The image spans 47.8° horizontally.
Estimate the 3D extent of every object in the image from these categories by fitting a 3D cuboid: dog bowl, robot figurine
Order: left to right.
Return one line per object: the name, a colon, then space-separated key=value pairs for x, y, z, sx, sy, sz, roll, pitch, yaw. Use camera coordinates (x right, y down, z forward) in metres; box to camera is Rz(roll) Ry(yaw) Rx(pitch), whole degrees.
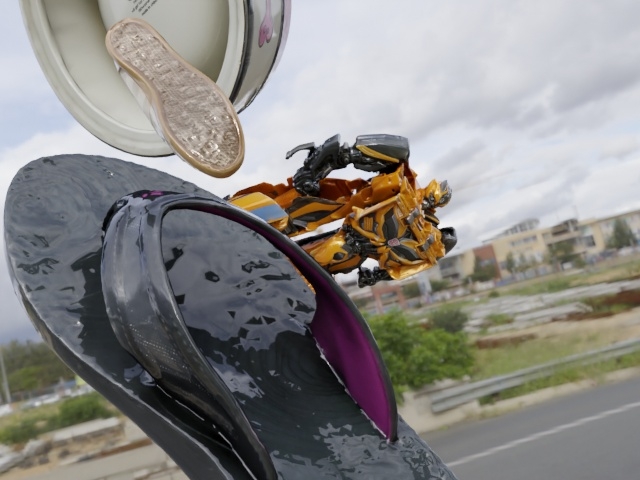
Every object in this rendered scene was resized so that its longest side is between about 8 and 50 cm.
dog bowl: x=-0.215 y=-0.325 z=0.969 sx=0.408 sy=0.407 sz=0.150 roll=-21 pitch=7 yaw=39
robot figurine: x=0.000 y=0.000 z=0.765 sx=0.291 sy=0.085 sz=0.211 roll=-18 pitch=-48 yaw=22

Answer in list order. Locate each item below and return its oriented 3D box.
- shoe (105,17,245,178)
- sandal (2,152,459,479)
shoe: x=-0.147 y=-0.145 z=0.760 sx=0.077 sy=0.219 sz=0.058 roll=-34 pitch=-19 yaw=-12
sandal: x=-0.027 y=0.069 z=0.414 sx=0.168 sy=0.446 sz=0.107 roll=-23 pitch=-32 yaw=-41
